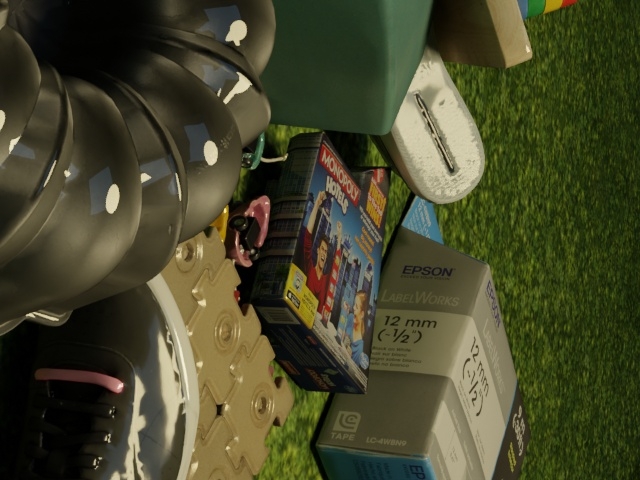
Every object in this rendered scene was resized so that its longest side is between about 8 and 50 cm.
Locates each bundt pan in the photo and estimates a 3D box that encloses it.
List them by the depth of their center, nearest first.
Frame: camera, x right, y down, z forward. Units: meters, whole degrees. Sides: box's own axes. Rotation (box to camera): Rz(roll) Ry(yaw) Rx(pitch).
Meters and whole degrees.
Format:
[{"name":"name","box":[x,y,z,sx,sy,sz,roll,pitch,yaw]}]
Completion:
[{"name":"bundt pan","box":[-0.141,-0.116,0.810,0.331,0.124,0.331,10,77,-49]}]

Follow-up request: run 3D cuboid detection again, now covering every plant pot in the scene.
[{"name":"plant pot","box":[0.004,-0.202,1.231,0.234,0.166,0.165,78,27,-43]}]

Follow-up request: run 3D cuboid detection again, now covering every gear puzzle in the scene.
[{"name":"gear puzzle","box":[-0.115,0.060,1.131,0.175,0.044,0.339,-62,143,-38]}]

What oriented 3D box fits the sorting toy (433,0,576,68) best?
[{"name":"sorting toy","box":[0.123,-0.279,1.365,0.257,0.089,0.255,-139,-150,-78]}]

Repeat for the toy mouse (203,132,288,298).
[{"name":"toy mouse","box":[-0.066,-0.040,1.241,0.143,0.031,0.161,-49,136,-56]}]

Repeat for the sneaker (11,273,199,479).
[{"name":"sneaker","box":[-0.148,0.146,0.968,0.147,0.104,0.295,-10,106,-72]}]

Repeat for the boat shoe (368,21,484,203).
[{"name":"boat shoe","box":[0.044,-0.167,1.416,0.109,0.094,0.302,-28,109,-21]}]

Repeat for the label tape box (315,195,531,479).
[{"name":"label tape box","box":[0.123,0.147,1.606,0.249,0.115,0.347,71,33,-41]}]

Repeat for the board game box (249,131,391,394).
[{"name":"board game box","box":[0.000,0.000,1.366,0.194,0.060,0.194,54,43,-56]}]
